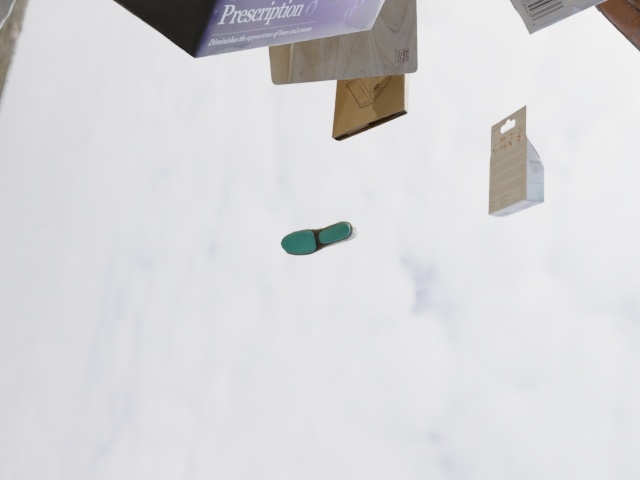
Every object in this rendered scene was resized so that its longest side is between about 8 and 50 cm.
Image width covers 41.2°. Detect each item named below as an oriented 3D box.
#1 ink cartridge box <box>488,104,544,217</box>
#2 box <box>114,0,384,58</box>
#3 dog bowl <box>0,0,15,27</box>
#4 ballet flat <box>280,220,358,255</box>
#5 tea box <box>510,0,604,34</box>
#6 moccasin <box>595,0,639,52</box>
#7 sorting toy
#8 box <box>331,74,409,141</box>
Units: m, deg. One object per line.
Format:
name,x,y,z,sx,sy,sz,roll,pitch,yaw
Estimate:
ink cartridge box,0.453,-0.179,1.977,0.181,0.056,0.224,150,-54,-71
box,-0.019,-0.254,0.654,0.103,0.261,0.184,36,-57,17
dog bowl,-0.332,-0.318,0.653,0.349,0.102,0.348,6,90,-87
ballet flat,0.000,0.000,1.777,0.168,0.052,0.057,-11,-102,21
tea box,0.354,-0.520,1.155,0.323,0.329,0.220,-44,-163,-34
moccasin,0.626,-0.431,1.588,0.139,0.380,0.147,-47,-166,-29
sorting toy,0.030,-0.411,1.455,0.089,0.256,0.257,-107,-168,-67
box,0.095,-0.295,1.579,0.164,0.021,0.201,-18,-125,38
